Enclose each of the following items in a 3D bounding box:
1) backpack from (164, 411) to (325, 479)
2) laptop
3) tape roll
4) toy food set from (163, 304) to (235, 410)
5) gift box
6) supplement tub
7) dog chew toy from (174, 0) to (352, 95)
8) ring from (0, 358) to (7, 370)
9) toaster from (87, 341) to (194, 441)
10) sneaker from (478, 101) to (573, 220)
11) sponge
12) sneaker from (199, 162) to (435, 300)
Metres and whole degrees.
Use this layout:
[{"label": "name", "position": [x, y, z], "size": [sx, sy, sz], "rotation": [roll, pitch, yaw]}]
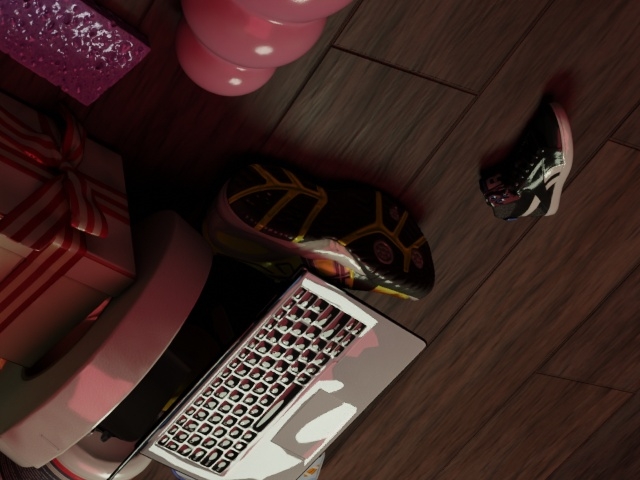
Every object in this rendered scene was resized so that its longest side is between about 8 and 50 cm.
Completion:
[{"label": "backpack", "position": [-0.119, 0.309, 2.222], "size": [0.263, 0.213, 0.276], "rotation": [3, 136, -11]}, {"label": "laptop", "position": [-0.081, 0.252, 1.900], "size": [0.408, 0.236, 0.382], "rotation": [32, 109, -32]}, {"label": "tape roll", "position": [-0.298, 0.125, 1.818], "size": [0.392, 0.392, 0.072], "rotation": [-39, 109, 22]}, {"label": "toy food set", "position": [-0.207, 0.176, 2.125], "size": [0.218, 0.071, 0.128], "rotation": [-23, 102, 20]}, {"label": "gift box", "position": [-0.395, -0.022, 1.722], "size": [0.258, 0.255, 0.276], "rotation": [-39, 138, 25]}, {"label": "supplement tub", "position": [-0.383, 0.321, 2.115], "size": [0.191, 0.191, 0.272], "rotation": [14, 143, -31]}, {"label": "dog chew toy", "position": [-0.069, -0.296, 1.592], "size": [0.206, 0.207, 0.332], "rotation": [8, 141, -27]}, {"label": "ring", "position": [-0.589, 0.190, 2.024], "size": [0.336, 0.032, 0.337], "rotation": [-7, 129, -8]}, {"label": "toaster", "position": [-0.279, 0.187, 1.933], "size": [0.110, 0.168, 0.186], "rotation": [43, 71, -19]}, {"label": "sneaker", "position": [0.292, -0.103, 2.004], "size": [0.121, 0.079, 0.217], "rotation": [-12, 140, -9]}, {"label": "sponge", "position": [-0.319, -0.253, 1.664], "size": [0.117, 0.031, 0.210], "rotation": [-37, 135, 20]}, {"label": "sneaker", "position": [0.000, 0.000, 1.995], "size": [0.384, 0.145, 0.147], "rotation": [22, 142, -30]}]
